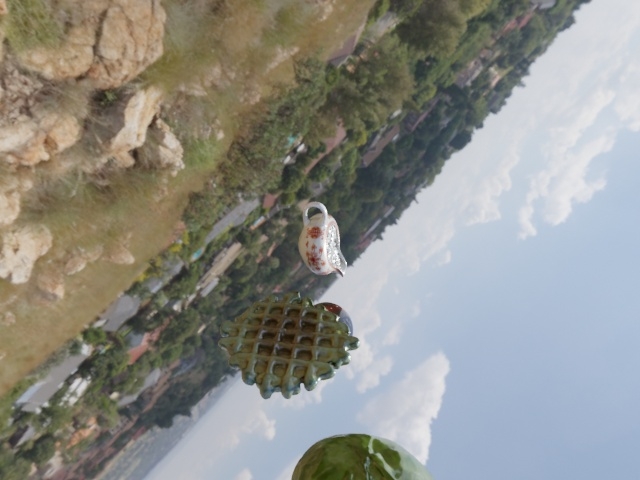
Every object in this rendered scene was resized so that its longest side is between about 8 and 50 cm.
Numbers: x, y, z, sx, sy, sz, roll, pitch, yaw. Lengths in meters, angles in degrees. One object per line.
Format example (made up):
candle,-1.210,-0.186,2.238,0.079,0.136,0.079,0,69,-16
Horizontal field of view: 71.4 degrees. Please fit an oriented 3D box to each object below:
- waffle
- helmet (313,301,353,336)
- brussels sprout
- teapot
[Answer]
waffle,-0.082,0.239,1.064,0.291,0.309,0.056,-25,132,-32
helmet,0.026,0.332,1.676,0.193,0.216,0.189,-35,135,23
brussels sprout,0.093,0.680,1.125,0.425,0.361,0.343,9,115,-38
teapot,0.000,0.000,1.168,0.159,0.116,0.246,-59,149,-34
